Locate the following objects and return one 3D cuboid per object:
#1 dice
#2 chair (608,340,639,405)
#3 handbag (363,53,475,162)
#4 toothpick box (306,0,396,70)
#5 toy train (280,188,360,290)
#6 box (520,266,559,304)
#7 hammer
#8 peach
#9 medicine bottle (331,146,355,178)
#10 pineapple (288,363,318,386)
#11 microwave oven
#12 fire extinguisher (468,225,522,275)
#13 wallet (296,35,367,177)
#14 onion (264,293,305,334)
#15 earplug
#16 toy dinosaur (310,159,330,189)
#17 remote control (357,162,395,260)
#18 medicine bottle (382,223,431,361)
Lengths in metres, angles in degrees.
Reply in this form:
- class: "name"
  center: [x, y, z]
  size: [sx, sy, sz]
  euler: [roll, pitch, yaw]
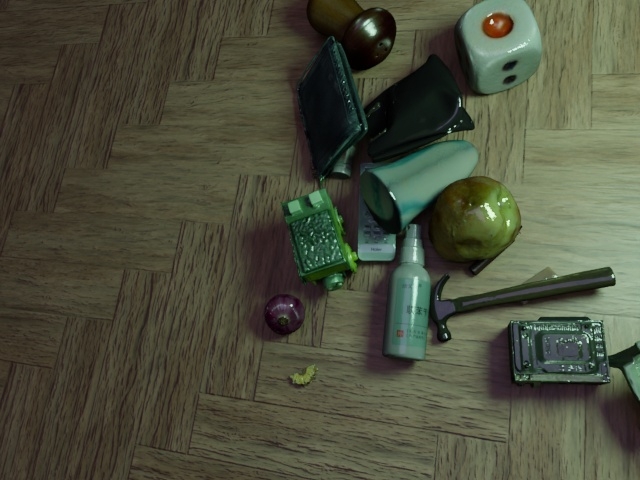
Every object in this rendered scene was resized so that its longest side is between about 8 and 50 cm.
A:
- class: "dice"
  center: [0.485, -0.535, 1.518]
  size: [0.194, 0.192, 0.193]
  euler: [-19, 68, 8]
- class: "chair"
  center: [0.751, 0.290, 1.155]
  size: [0.190, 0.275, 0.203]
  euler: [-25, 71, 6]
- class: "handbag"
  center: [0.247, -0.343, 1.516]
  size: [0.288, 0.152, 0.342]
  euler: [-24, 35, 16]
- class: "toothpick box"
  center: [0.092, -0.648, 1.667]
  size: [0.192, 0.192, 0.294]
  euler: [-42, 63, 0]
- class: "toy train"
  center: [0.000, 0.000, 1.494]
  size: [0.159, 0.188, 0.272]
  euler: [-18, 68, 8]
- class: "box"
  center: [0.546, 0.115, 1.396]
  size: [0.115, 0.025, 0.048]
  euler: [-34, 70, 3]
- class: "hammer"
  center: [0.491, 0.136, 1.371]
  size: [0.439, 0.044, 0.168]
  euler: [-13, 74, 18]
- class: "peach"
  center: [0.372, -0.049, 1.396]
  size: [0.235, 0.214, 0.214]
  euler: [-32, 65, 38]
- class: "medicine bottle"
  center: [0.067, -0.231, 1.613]
  size: [0.058, 0.058, 0.091]
  euler: [7, 76, 17]
- class: "pineapple"
  center: [-0.042, 0.369, 1.487]
  size: [0.083, 0.019, 0.045]
  euler: [-29, 63, 6]
- class: "microwave oven"
  center: [0.552, 0.262, 1.295]
  size: [0.205, 0.129, 0.163]
  euler: [-3, 74, 14]
- class: "fire extinguisher"
  center: [0.456, 0.020, 1.448]
  size: [0.173, 0.035, 0.049]
  euler: [-42, 30, 1]
- class: "wallet"
  center: [0.027, -0.382, 1.599]
  size: [0.237, 0.075, 0.342]
  euler: [-43, 52, 46]
- class: "onion"
  center: [-0.099, 0.201, 1.517]
  size: [0.115, 0.115, 0.104]
  euler: [-27, 24, 6]
- class: "earplug"
  center: [0.288, -0.168, 1.469]
  size: [0.324, 0.185, 0.185]
  euler: [-28, 67, -15]
- class: "toy dinosaur"
  center: [0.004, -0.202, 1.642]
  size: [0.060, 0.029, 0.120]
  euler: [-11, 71, 0]
- class: "remote control"
  center: [0.159, -0.082, 1.548]
  size: [0.103, 0.051, 0.293]
  euler: [1, 72, 7]
- class: "medicine bottle"
  center: [0.230, 0.131, 1.433]
  size: [0.110, 0.110, 0.352]
  euler: [3, 75, 16]
